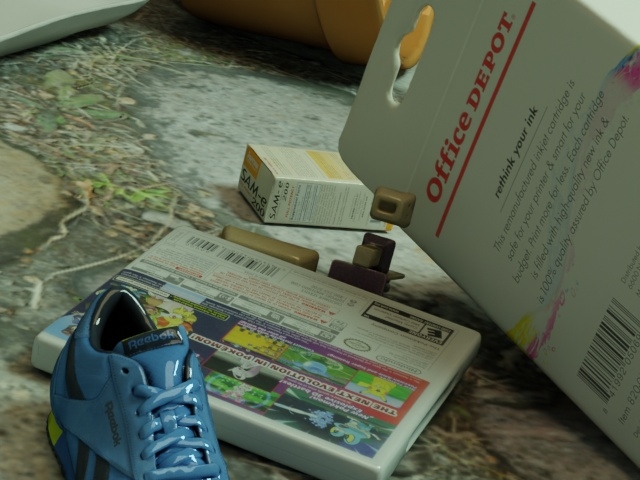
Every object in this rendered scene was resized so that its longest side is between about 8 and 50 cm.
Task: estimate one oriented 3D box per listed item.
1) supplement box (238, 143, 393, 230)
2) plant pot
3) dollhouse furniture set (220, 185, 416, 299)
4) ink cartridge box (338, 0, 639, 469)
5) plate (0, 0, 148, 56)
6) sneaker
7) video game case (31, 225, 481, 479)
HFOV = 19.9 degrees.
[{"bbox_3d":[-0.001,-0.037,1.278,0.098,0.036,0.062,4,23,-23],"label":"supplement box"},{"bbox_3d":[-0.017,-0.298,1.637,0.203,0.291,0.291,1,18,14],"label":"plant pot"},{"bbox_3d":[0.000,0.000,1.145,0.114,0.091,0.081,16,6,15],"label":"dollhouse furniture set"},{"bbox_3d":[0.175,-0.037,1.075,0.119,0.207,0.353,-6,39,-38],"label":"ink cartridge box"},{"bbox_3d":[-0.323,-0.207,1.503,0.277,0.045,0.278,22,22,18],"label":"plate"},{"bbox_3d":[-0.080,0.092,0.849,0.069,0.082,0.209,5,24,-25],"label":"sneaker"},{"bbox_3d":[-0.030,0.061,1.020,0.201,0.023,0.183,20,26,14],"label":"video game case"}]
